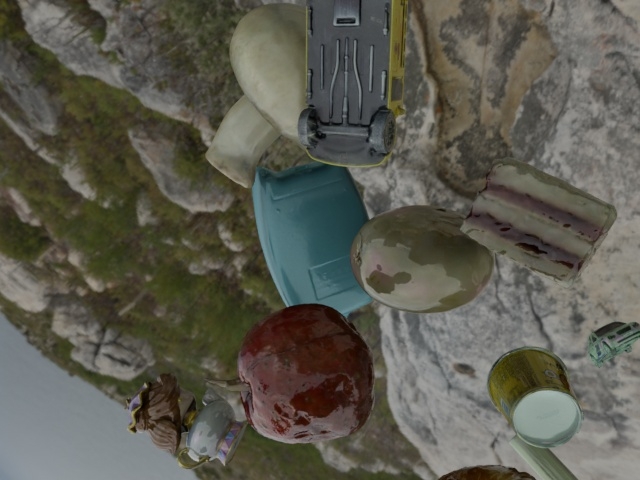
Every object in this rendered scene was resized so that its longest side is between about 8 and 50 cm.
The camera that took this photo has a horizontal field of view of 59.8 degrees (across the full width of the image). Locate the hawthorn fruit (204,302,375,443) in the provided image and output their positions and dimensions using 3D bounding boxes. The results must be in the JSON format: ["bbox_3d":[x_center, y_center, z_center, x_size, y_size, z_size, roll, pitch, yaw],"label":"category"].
[{"bbox_3d":[-0.025,0.243,1.001,0.258,0.261,0.259,11,108,36],"label":"hawthorn fruit"}]

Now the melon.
[{"bbox_3d":[0.213,0.039,1.145,0.316,0.223,0.223,1,153,-26],"label":"melon"}]

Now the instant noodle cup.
[{"bbox_3d":[0.455,0.336,1.170,0.182,0.144,0.182,1,105,5],"label":"instant noodle cup"}]

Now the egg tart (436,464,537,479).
[{"bbox_3d":[0.096,0.424,0.634,0.178,0.442,0.443,60,148,18],"label":"egg tart"}]

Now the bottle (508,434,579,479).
[{"bbox_3d":[0.596,0.592,1.469,0.201,0.072,0.072,47,151,30],"label":"bottle"}]

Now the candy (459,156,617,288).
[{"bbox_3d":[0.362,-0.027,0.899,0.179,0.320,0.135,32,104,25],"label":"candy"}]

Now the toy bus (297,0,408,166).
[{"bbox_3d":[0.058,-0.283,0.839,0.144,0.152,0.331,9,110,23],"label":"toy bus"}]

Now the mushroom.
[{"bbox_3d":[-0.048,-0.276,1.057,0.314,0.356,0.315,16,156,7],"label":"mushroom"}]

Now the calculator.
[{"bbox_3d":[0.000,0.000,1.228,0.054,0.256,0.387,-173,66,-70],"label":"calculator"}]

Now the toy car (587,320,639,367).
[{"bbox_3d":[0.677,0.232,1.294,0.076,0.090,0.224,64,-177,27],"label":"toy car"}]

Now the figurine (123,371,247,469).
[{"bbox_3d":[-0.300,0.391,1.223,0.263,0.189,0.142,23,126,7],"label":"figurine"}]
